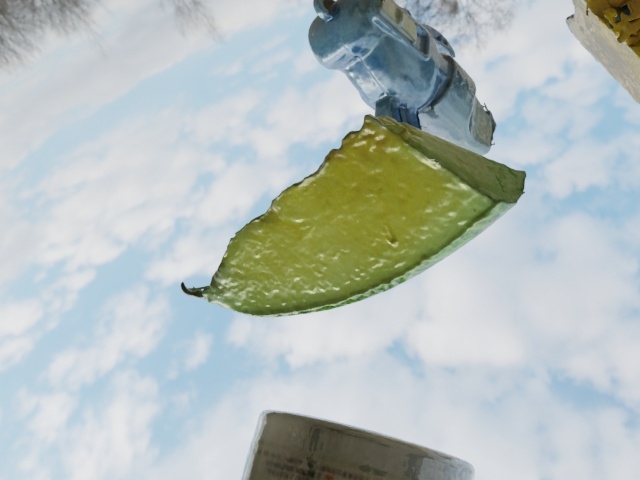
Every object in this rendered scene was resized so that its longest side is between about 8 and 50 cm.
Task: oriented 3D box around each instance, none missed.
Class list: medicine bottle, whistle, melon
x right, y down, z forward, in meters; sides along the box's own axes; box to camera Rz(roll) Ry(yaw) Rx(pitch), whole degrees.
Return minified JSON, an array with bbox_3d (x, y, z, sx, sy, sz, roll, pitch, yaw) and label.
[{"bbox_3d":[0.019,0.310,0.655,0.238,0.238,0.231,0,-113,37],"label":"medicine bottle"},{"bbox_3d":[0.092,-0.166,0.667,0.093,0.269,0.180,-19,-129,41],"label":"whistle"},{"bbox_3d":[-0.001,0.000,0.434,0.262,0.114,0.053,-27,-153,30],"label":"melon"}]

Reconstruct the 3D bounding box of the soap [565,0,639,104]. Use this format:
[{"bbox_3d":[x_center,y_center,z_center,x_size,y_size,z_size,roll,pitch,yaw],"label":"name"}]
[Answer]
[{"bbox_3d":[0.424,-0.253,0.619,0.325,0.096,0.204,-32,-115,7],"label":"soap"}]
